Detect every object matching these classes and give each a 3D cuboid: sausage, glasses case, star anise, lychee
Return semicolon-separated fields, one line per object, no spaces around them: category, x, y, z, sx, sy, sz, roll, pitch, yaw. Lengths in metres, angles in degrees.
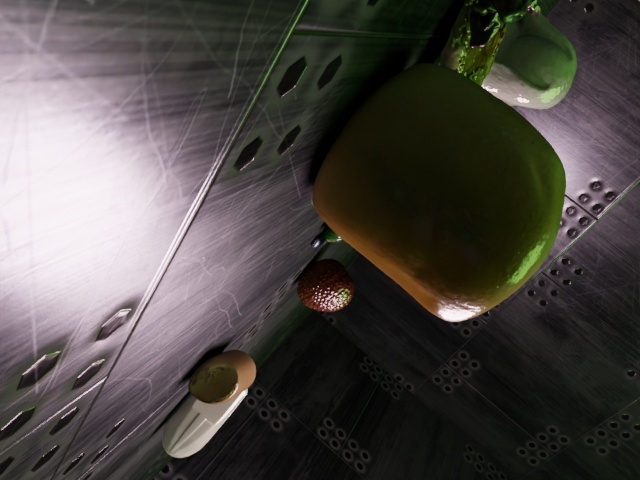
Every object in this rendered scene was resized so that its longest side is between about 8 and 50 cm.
sausage;-0.250;0.357;1.383;0.123;0.123;0.253;-50;173;-2
glasses case;0.000;0.000;1.489;0.033;0.023;0.083;-57;170;23
star anise;0.311;-0.423;0.797;0.212;0.129;0.283;-21;135;-46
lychee;0.020;0.154;1.789;0.194;0.194;0.194;-49;173;-8

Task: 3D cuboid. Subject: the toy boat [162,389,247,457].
toy boat;-0.344;0.496;1.538;0.269;0.141;0.141;-48;173;-3

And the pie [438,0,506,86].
pie;0.299;-0.387;0.999;0.274;0.055;0.274;-48;155;-30

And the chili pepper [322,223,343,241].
chili pepper;0.115;-0.069;1.470;0.148;0.116;0.264;-52;173;38

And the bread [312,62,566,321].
bread;0.192;-0.074;0.862;0.348;0.376;0.253;-50;173;19

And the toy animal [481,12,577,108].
toy animal;0.462;-0.415;1.239;0.272;0.265;0.206;-47;171;-10
